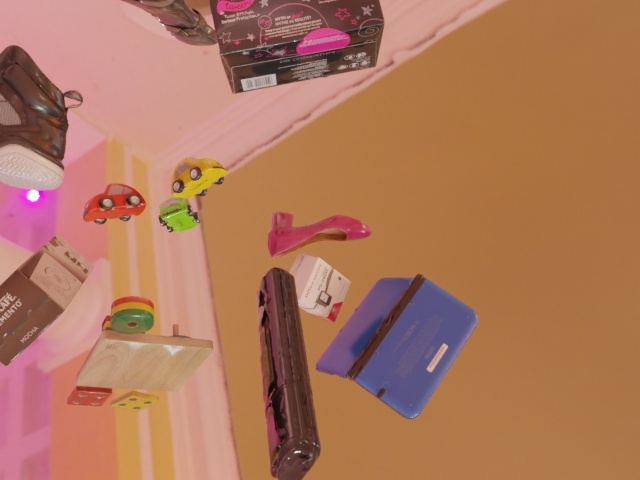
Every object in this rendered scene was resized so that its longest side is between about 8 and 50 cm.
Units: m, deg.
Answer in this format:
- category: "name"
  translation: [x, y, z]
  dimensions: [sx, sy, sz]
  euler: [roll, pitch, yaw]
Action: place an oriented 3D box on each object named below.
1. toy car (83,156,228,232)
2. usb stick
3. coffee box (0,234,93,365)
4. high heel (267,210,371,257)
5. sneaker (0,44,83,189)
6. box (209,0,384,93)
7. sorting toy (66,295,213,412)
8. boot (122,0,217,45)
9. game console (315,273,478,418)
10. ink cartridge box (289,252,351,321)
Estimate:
- category: "toy car"
  translation: [-0.263, -0.068, 1.152]
  dimensions: [0.239, 0.225, 0.053]
  euler: [-19, -106, -2]
- category: "usb stick"
  translation: [-0.042, 0.142, 0.772]
  dimensions: [0.278, 0.045, 0.077]
  euler: [-103, -151, -51]
- category: "coffee box"
  translation: [-0.597, 0.112, 1.400]
  dimensions: [0.168, 0.119, 0.297]
  euler: [-43, -164, 3]
- category: "high heel"
  translation: [0.000, 0.000, 1.554]
  dimensions: [0.082, 0.244, 0.117]
  euler: [121, -26, -56]
- category: "sneaker"
  translation: [-0.424, -0.167, 0.800]
  dimensions: [0.101, 0.269, 0.153]
  euler: [-14, -122, 65]
- category: "box"
  translation: [-0.039, -0.344, 1.060]
  dimensions: [0.248, 0.163, 0.142]
  euler: [-11, -99, -2]
- category: "sorting toy"
  translation: [-0.223, 0.142, 0.837]
  dimensions: [0.274, 0.132, 0.046]
  euler: [-49, -139, 44]
- category: "boot"
  translation: [-0.362, -0.506, 1.474]
  dimensions: [0.263, 0.229, 0.091]
  euler: [23, -94, 19]
- category: "game console"
  translation: [0.171, 0.234, 1.543]
  dimensions: [0.250, 0.173, 0.293]
  euler: [35, -111, 10]
- category: "ink cartridge box"
  translation: [-0.009, 0.109, 1.557]
  dimensions: [0.063, 0.150, 0.109]
  euler: [12, -108, 40]
